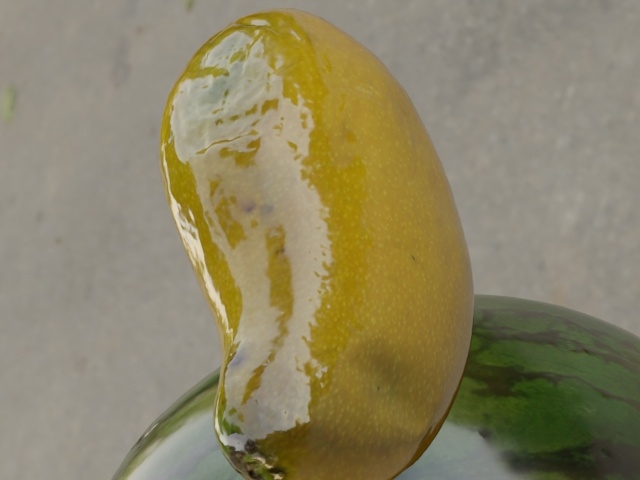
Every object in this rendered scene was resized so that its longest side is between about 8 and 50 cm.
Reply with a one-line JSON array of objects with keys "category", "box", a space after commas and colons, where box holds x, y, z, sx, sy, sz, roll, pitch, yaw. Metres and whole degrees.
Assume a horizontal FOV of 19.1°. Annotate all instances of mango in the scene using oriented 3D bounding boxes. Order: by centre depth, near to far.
[{"category": "mango", "box": [0.000, 0.000, 0.571, 0.075, 0.098, 0.190, -54, 31, 35]}]

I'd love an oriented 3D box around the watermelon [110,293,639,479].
[{"category": "watermelon", "box": [0.053, 0.189, 0.897, 0.363, 0.363, 0.363, -35, 48, 51]}]
